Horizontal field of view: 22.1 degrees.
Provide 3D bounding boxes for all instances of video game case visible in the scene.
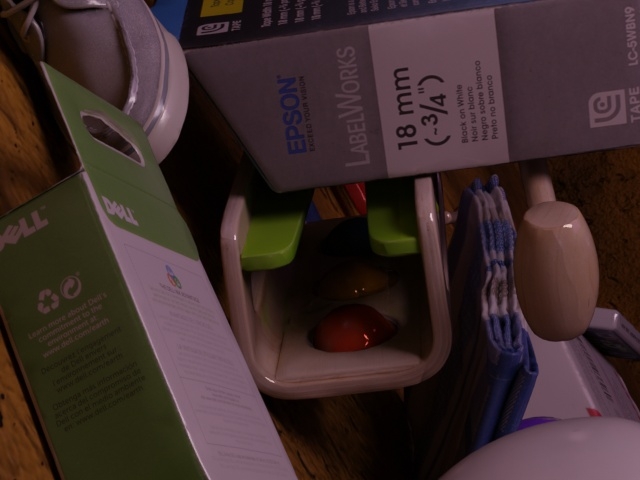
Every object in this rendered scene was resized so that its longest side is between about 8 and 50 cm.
[{"bbox_3d":[0.205,0.079,1.555,0.173,0.190,0.022,32,67,-65],"label":"video game case"}]

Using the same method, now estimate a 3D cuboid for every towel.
[{"bbox_3d":[0.094,0.098,1.121,0.034,0.209,0.285,13,24,-5],"label":"towel"}]

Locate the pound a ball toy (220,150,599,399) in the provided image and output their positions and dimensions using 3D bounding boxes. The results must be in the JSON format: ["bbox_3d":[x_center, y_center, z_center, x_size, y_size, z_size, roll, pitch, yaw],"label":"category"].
[{"bbox_3d":[0.056,0.005,1.032,0.319,0.208,0.136,-85,167,-69],"label":"pound a ball toy"}]

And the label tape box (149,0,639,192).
[{"bbox_3d":[0.022,-0.127,1.034,0.241,0.333,0.106,-90,172,-65],"label":"label tape box"}]

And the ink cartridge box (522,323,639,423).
[{"bbox_3d":[0.219,0.199,1.432,0.226,0.131,0.306,66,12,22],"label":"ink cartridge box"}]

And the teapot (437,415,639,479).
[{"bbox_3d":[0.091,0.208,0.784,0.256,0.187,0.253,60,22,-51],"label":"teapot"}]

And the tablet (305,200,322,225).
[{"bbox_3d":[0.000,0.000,1.278,0.083,0.006,0.054,64,13,16],"label":"tablet"}]

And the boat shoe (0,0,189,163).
[{"bbox_3d":[-0.139,-0.126,0.867,0.081,0.079,0.227,32,26,-48],"label":"boat shoe"}]

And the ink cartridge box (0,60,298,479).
[{"bbox_3d":[-0.088,0.035,0.726,0.209,0.062,0.109,65,13,18],"label":"ink cartridge box"}]

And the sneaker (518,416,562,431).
[{"bbox_3d":[0.137,0.238,0.983,0.146,0.102,0.293,31,49,-53],"label":"sneaker"}]

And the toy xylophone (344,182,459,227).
[{"bbox_3d":[0.050,-0.099,1.512,0.236,0.081,0.322,64,13,10],"label":"toy xylophone"}]
